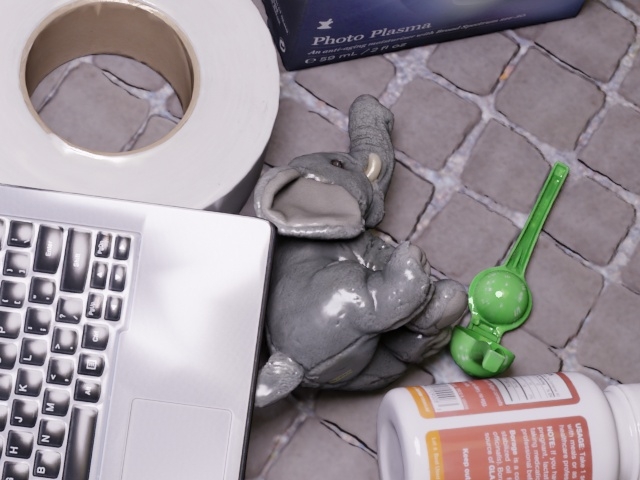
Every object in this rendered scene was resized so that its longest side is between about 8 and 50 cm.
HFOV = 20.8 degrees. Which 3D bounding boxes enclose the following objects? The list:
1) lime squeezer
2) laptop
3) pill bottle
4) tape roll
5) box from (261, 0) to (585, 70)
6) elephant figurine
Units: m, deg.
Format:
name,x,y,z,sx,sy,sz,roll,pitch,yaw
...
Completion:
name,x,y,z,sx,sy,sz,roll,pitch,yaw
lime squeezer,0.149,0.045,1.458,0.058,0.110,0.310,14,34,11
laptop,-0.254,0.134,1.218,0.407,0.236,0.382,8,84,-1
pill bottle,0.161,0.168,1.392,0.216,0.121,0.121,-4,68,-11
tape roll,-0.180,-0.118,1.466,0.286,0.100,0.286,4,67,-9
box,0.103,-0.306,1.487,0.296,0.294,0.183,-13,70,-14
elephant figurine,0.000,0.000,1.436,0.169,0.186,0.239,-42,62,23
